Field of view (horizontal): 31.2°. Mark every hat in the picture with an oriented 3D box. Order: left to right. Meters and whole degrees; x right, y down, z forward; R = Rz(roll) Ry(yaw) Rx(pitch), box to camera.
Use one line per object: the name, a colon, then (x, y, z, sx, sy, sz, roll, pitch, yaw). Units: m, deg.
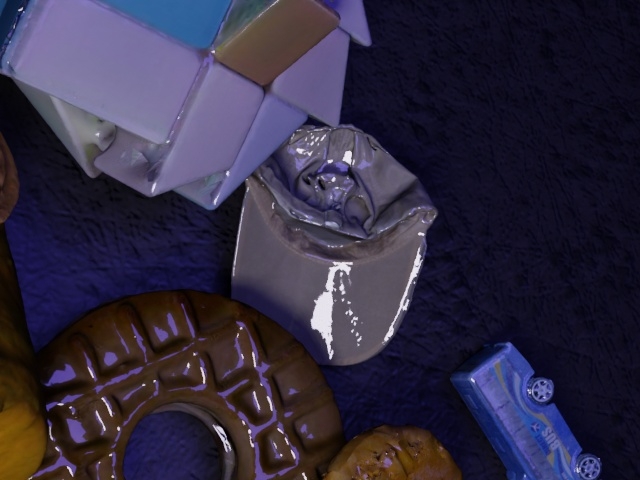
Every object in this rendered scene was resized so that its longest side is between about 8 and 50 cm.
hat: (0.000, 0.000, 1.274, 0.214, 0.149, 0.244, 15, 111, -8)

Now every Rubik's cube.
Rubik's cube: (-0.157, -0.234, 1.112, 0.368, 0.358, 0.387, 21, 97, -56)

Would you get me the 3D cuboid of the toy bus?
toy bus: (0.246, 0.231, 1.337, 0.094, 0.079, 0.236, -32, 93, -10)

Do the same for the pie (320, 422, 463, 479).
pie: (0.060, 0.310, 1.160, 0.273, 0.069, 0.273, -24, 122, -44)

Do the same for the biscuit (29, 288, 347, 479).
biscuit: (-0.140, 0.185, 1.145, 0.366, 0.115, 0.268, 17, 72, -22)

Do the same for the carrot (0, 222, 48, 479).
carrot: (-0.367, 0.097, 0.977, 0.242, 0.241, 0.340, -4, 43, -25)

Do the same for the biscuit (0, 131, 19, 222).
biscuit: (-0.360, -0.126, 0.996, 0.202, 0.044, 0.288, 19, 38, -59)
